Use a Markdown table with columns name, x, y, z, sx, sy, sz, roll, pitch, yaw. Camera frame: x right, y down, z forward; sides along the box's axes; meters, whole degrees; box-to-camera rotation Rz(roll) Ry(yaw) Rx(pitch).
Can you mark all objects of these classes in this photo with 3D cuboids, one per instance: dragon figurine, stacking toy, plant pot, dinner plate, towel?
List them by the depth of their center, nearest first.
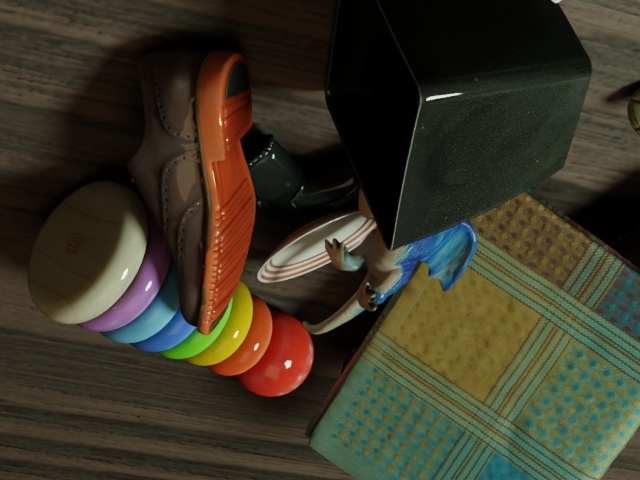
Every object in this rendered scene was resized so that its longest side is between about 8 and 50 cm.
| name | x | y | z | sx | sy | sz | roll | pitch | yaw |
| --- | --- | --- | --- | --- | --- | --- | --- | --- | --- |
| plant pot | 0.116 | -0.132 | 1.351 | 0.167 | 0.187 | 0.188 | -11 | 142 | -14 |
| dragon figurine | 0.088 | 0.000 | 1.523 | 0.144 | 0.085 | 0.289 | -15 | 144 | -37 |
| dinner plate | 0.000 | 0.000 | 1.570 | 0.141 | 0.017 | 0.141 | -24 | 165 | -7 |
| stacking toy | -0.122 | 0.069 | 1.597 | 0.141 | 0.141 | 0.330 | -31 | 139 | 27 |
| towel | 0.174 | 0.139 | 1.598 | 0.271 | 0.040 | 0.370 | 37 | 118 | 12 |

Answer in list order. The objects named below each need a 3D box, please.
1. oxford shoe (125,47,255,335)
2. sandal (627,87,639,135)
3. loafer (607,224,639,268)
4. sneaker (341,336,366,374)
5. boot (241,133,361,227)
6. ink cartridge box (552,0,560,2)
| name | x | y | z | sx | sy | sz | roll | pitch | yaw |
| --- | --- | --- | --- | --- | --- | --- | --- | --- | --- |
| oxford shoe | -0.117 | -0.044 | 1.453 | 0.098 | 0.097 | 0.271 | 9 | 114 | 15 |
| sandal | 0.370 | -0.120 | 1.480 | 0.180 | 0.072 | 0.049 | -12 | 161 | 2 |
| loafer | 0.362 | 0.003 | 1.582 | 0.366 | 0.134 | 0.130 | -27 | 133 | 9 |
| sneaker | 0.165 | 0.147 | 1.737 | 0.283 | 0.110 | 0.122 | -7 | 153 | 10 |
| boot | -0.023 | -0.066 | 1.508 | 0.121 | 0.045 | 0.099 | -30 | 131 | 27 |
| ink cartridge box | 0.164 | -0.270 | 1.248 | 0.092 | 0.090 | 0.143 | -34 | 131 | 30 |
